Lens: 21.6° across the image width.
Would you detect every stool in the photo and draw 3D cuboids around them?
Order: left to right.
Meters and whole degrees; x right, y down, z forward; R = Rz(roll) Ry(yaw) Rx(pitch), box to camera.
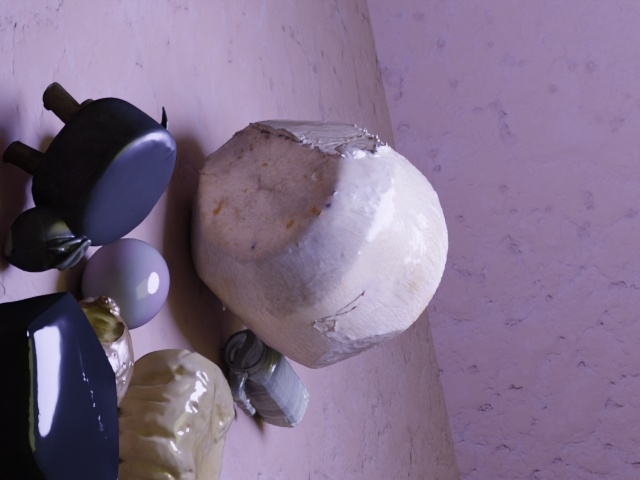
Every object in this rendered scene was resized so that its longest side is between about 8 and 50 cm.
[{"bbox_3d":[-0.292,0.168,1.616,0.232,0.141,0.232,-8,90,-74],"label":"stool"},{"bbox_3d":[-0.265,-0.075,1.819,0.228,0.139,0.153,-38,154,-39],"label":"stool"}]

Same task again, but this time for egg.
[{"bbox_3d":[-0.230,0.052,1.970,0.135,0.103,0.103,-74,152,-67],"label":"egg"}]

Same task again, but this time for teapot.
[{"bbox_3d":[-0.088,0.217,2.479,0.107,0.077,0.200,-68,153,-23],"label":"teapot"}]

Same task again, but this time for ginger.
[{"bbox_3d":[-0.259,0.147,1.828,0.216,0.102,0.157,-79,-177,-62],"label":"ginger"}]

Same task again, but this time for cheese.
[{"bbox_3d":[-0.179,0.252,2.049,0.226,0.117,0.214,72,24,-48],"label":"cheese"}]

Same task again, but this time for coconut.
[{"bbox_3d":[0.000,0.000,2.369,0.360,0.346,0.346,47,37,-50],"label":"coconut"}]
